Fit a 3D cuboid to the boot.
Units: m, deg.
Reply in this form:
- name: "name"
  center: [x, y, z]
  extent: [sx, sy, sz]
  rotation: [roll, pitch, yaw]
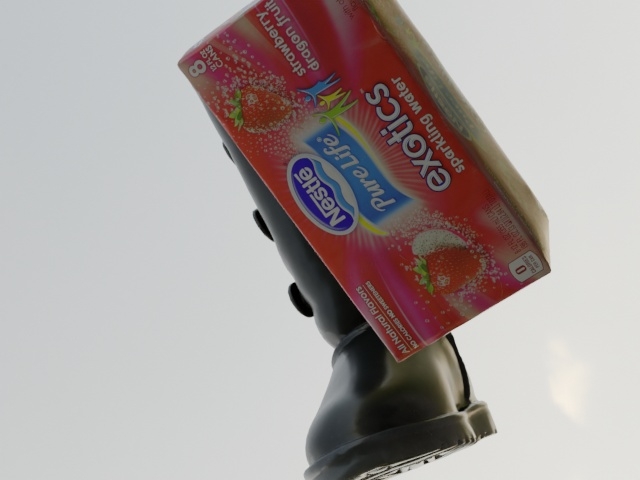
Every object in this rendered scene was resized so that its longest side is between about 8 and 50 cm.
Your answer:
- name: "boot"
  center: [0.000, 0.000, 1.173]
  extent: [0.367, 0.146, 0.445]
  rotation: [22, -135, -76]

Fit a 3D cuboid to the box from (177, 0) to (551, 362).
- name: "box"
  center: [0.037, -0.064, 0.875]
  extent: [0.257, 0.128, 0.122]
  rotation: [54, -162, -9]
